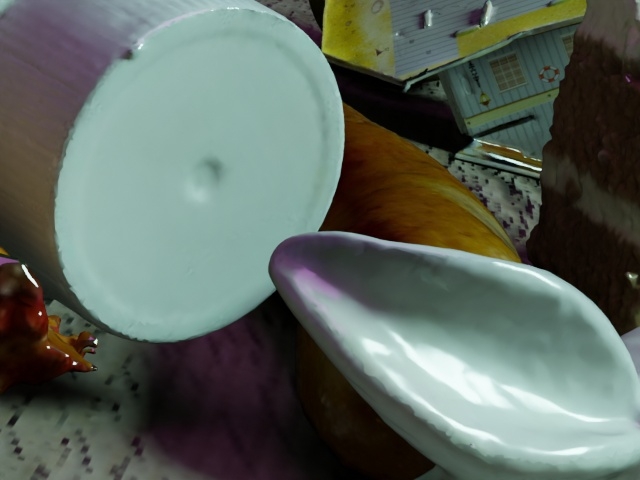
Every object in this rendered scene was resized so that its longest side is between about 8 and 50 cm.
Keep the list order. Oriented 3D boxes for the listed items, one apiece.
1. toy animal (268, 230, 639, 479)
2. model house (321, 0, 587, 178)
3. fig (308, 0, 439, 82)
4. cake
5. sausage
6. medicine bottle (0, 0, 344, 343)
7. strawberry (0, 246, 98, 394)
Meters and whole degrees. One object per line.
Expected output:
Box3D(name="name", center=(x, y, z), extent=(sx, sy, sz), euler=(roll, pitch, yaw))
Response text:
Box3D(name="toy animal", center=(0.085, 0.063, 0.436), extent=(0.130, 0.104, 0.220), euler=(30, 19, 38))
Box3D(name="model house", center=(0.117, -0.128, 1.103), extent=(0.207, 0.136, 0.219), euler=(-19, 38, 11))
Box3D(name="fig", center=(0.065, -0.160, 1.254), extent=(0.148, 0.186, 0.142), euler=(19, 58, 30))
Box3D(name="cake", center=(0.174, -0.026, 0.781), extent=(0.134, 0.147, 0.135), euler=(13, 13, -19))
Box3D(name="sausage", center=(0.005, 0.001, 0.636), extent=(0.102, 0.076, 0.302), euler=(3, 18, -22))
Box3D(name="medicine bottle", center=(-0.107, -0.061, 0.583), extent=(0.147, 0.147, 0.247), euler=(3, 19, -43))
Box3D(name="strawberry", center=(-0.157, -0.005, 0.450), extent=(0.192, 0.085, 0.140), euler=(35, -8, -18))
